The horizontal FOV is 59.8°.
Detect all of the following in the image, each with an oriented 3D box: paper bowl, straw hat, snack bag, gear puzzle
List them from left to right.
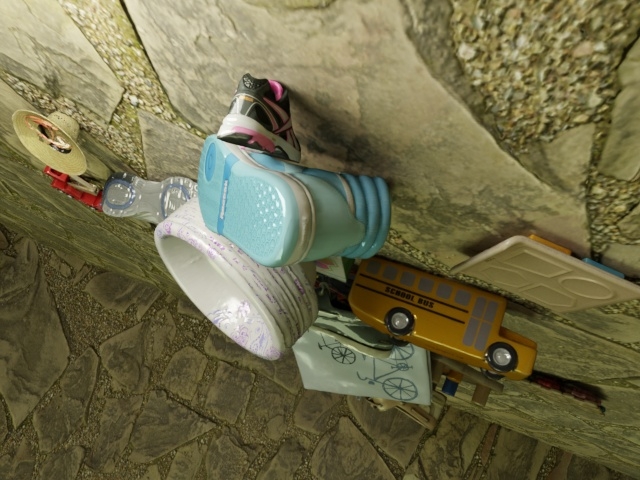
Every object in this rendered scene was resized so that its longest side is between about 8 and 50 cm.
[{"bbox_3d":[-0.446,-0.184,0.954,0.144,0.061,0.145,16,146,11],"label":"straw hat"},{"bbox_3d":[-0.121,0.044,0.902,0.284,0.148,0.284,34,152,21],"label":"paper bowl"},{"bbox_3d":[0.086,0.266,1.300,0.342,0.037,0.323,1,131,19],"label":"snack bag"},{"bbox_3d":[0.571,0.377,1.476,0.338,0.044,0.175,13,163,39],"label":"gear puzzle"}]

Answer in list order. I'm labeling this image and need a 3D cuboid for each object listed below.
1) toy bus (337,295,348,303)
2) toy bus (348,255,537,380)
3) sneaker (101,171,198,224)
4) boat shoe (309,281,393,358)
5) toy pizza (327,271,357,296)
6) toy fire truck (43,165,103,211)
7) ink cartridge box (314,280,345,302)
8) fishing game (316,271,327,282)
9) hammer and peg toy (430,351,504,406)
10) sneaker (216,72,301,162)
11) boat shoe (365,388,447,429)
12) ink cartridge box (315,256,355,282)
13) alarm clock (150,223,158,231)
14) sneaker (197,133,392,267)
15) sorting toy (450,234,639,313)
[{"bbox_3d":[0.085,0.194,1.392,0.190,0.105,0.202,-12,157,-23],"label":"toy bus"},{"bbox_3d":[0.218,0.142,1.005,0.332,0.130,0.108,18,162,16],"label":"toy bus"},{"bbox_3d":[-0.284,-0.069,1.089,0.296,0.111,0.129,17,-179,26],"label":"sneaker"},{"bbox_3d":[0.012,0.133,1.144,0.319,0.099,0.116,24,-165,7],"label":"boat shoe"},{"bbox_3d":[0.112,0.108,1.215,0.201,0.032,0.201,21,163,7],"label":"toy pizza"},{"bbox_3d":[-0.568,-0.129,1.319,0.135,0.047,0.192,3,156,46],"label":"toy fire truck"},{"bbox_3d":[-0.075,0.169,1.556,0.308,0.091,0.384,32,163,-30],"label":"ink cartridge box"},{"bbox_3d":[-0.072,0.052,1.171,0.189,0.041,0.264,24,178,-10],"label":"fishing game"},{"bbox_3d":[0.286,0.322,1.509,0.265,0.128,0.361,31,165,-27],"label":"hammer and peg toy"},{"bbox_3d":[-0.052,-0.131,0.604,0.071,0.077,0.178,15,-175,3],"label":"sneaker"},{"bbox_3d":[0.177,0.407,1.499,0.340,0.110,0.121,25,167,-7],"label":"boat shoe"},{"bbox_3d":[0.000,0.000,0.957,0.108,0.062,0.209,20,163,13],"label":"ink cartridge box"},{"bbox_3d":[-0.352,-0.003,1.342,0.129,0.064,0.192,56,161,0],"label":"alarm clock"},{"bbox_3d":[-0.031,-0.052,0.733,0.208,0.127,0.319,1,-157,-31],"label":"sneaker"},{"bbox_3d":[0.307,0.046,0.763,0.208,0.038,0.193,19,164,-4],"label":"sorting toy"}]
